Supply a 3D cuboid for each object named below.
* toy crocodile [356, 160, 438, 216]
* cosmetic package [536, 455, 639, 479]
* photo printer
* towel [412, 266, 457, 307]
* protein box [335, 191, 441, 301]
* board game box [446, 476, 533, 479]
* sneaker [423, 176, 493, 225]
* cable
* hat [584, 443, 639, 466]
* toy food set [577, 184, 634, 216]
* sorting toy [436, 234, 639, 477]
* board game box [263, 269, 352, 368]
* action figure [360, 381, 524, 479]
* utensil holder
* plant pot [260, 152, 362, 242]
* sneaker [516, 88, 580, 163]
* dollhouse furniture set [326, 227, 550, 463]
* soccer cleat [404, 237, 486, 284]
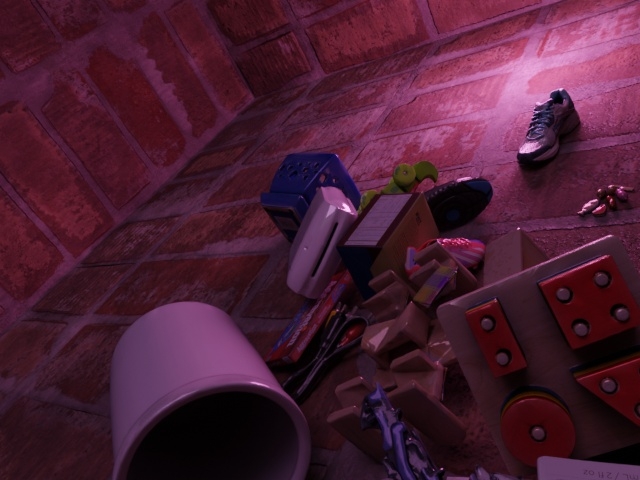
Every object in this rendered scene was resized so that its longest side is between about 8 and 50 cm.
[{"bbox_3d":[0.204,-0.122,1.604,0.340,0.105,0.115,-39,-12,-16],"label":"toy crocodile"},{"bbox_3d":[0.325,0.369,0.605,0.151,0.151,0.184,-3,37,20],"label":"cosmetic package"},{"bbox_3d":[0.000,0.000,1.401,0.307,0.107,0.256,-101,35,-77],"label":"photo printer"},{"bbox_3d":[0.197,0.080,0.940,0.083,0.009,0.060,-50,15,-9],"label":"towel"},{"bbox_3d":[0.173,0.024,1.278,0.136,0.200,0.201,2,41,42],"label":"protein box"},{"bbox_3d":[0.253,0.398,0.782,0.154,0.026,0.103,-12,32,29],"label":"board game box"},{"bbox_3d":[0.283,-0.093,1.449,0.341,0.125,0.140,-22,27,11],"label":"sneaker"},{"bbox_3d":[0.024,0.260,1.214,0.139,0.072,0.287,11,59,40],"label":"cable"},{"bbox_3d":[0.446,0.248,0.820,0.208,0.173,0.183,19,18,29],"label":"hat"},{"bbox_3d":[0.646,-0.093,1.225,0.122,0.019,0.078,-40,30,-18],"label":"toy food set"},{"bbox_3d":[0.316,0.160,0.701,0.257,0.255,0.089,-26,-7,16],"label":"sorting toy"},{"bbox_3d":[-0.031,0.191,1.326,0.145,0.027,0.281,-28,19,51],"label":"board game box"},{"bbox_3d":[0.122,0.378,0.722,0.330,0.178,0.341,-30,54,14],"label":"action figure"},{"bbox_3d":[-0.233,0.325,1.045,0.327,0.328,0.385,-35,26,-10],"label":"utensil holder"},{"bbox_3d":[-0.032,-0.115,1.672,0.236,0.236,0.212,10,53,49],"label":"plant pot"},{"bbox_3d":[0.617,-0.321,1.514,0.110,0.122,0.283,6,44,48],"label":"sneaker"},{"bbox_3d":[0.266,0.195,0.976,0.394,0.256,0.362,-36,19,37],"label":"dollhouse furniture set"},{"bbox_3d":[0.287,0.028,1.221,0.248,0.095,0.083,-19,19,-32],"label":"soccer cleat"}]
